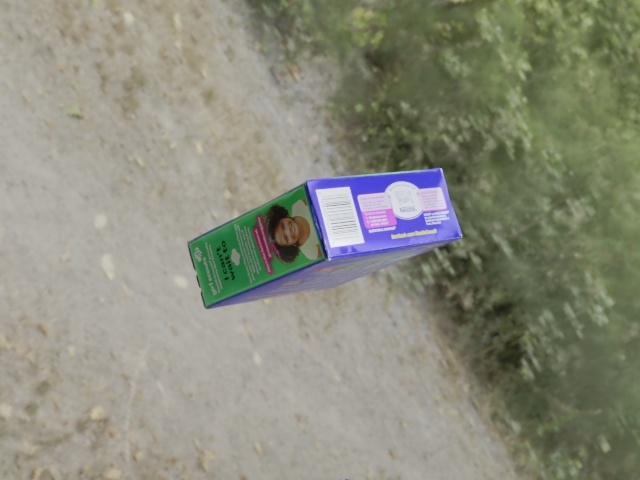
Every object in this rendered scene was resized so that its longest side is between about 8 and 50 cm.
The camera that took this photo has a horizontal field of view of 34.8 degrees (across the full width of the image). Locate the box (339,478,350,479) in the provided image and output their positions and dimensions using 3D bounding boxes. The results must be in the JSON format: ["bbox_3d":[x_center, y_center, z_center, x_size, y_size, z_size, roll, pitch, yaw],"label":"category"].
[{"bbox_3d":[0.030,0.210,0.533,0.072,0.137,0.126,33,-1,42],"label":"box"}]

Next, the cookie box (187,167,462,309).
[{"bbox_3d":[0.000,0.000,0.517,0.092,0.107,0.040,-8,79,-40],"label":"cookie box"}]
